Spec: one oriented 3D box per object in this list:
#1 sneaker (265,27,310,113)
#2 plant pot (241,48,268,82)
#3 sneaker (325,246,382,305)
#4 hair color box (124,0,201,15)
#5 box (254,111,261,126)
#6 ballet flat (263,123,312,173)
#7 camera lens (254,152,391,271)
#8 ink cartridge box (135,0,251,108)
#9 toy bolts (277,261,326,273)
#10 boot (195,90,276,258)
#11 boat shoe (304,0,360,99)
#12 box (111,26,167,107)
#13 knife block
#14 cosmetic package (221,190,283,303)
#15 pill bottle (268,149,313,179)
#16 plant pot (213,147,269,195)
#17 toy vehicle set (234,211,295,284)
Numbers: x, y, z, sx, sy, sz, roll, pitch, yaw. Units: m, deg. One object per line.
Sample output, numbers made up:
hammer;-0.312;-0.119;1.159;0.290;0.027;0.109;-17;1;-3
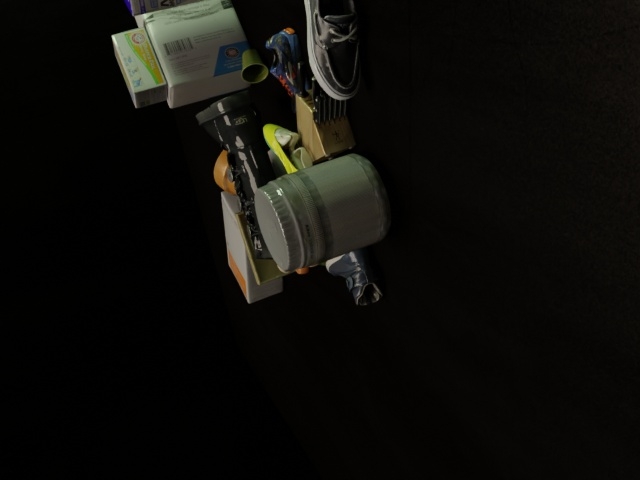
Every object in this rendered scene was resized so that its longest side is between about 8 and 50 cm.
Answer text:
sneaker;-0.089;-0.437;1.800;0.083;0.087;0.221;-153;47;-66
plant pot;-0.206;-0.534;2.077;0.083;0.083;0.079;103;155;-60
sneaker;0.089;0.106;1.853;0.226;0.086;0.163;127;124;-68
hair color box;-0.391;-0.768;1.926;0.110;0.339;0.185;58;159;29
box;-0.267;-0.387;2.398;0.136;0.037;0.225;58;140;34
ballet flat;-0.070;-0.223;1.727;0.231;0.077;0.077;62;141;22
camera lens;0.010;-0.068;1.589;0.219;0.274;0.219;161;90;-73
ink cartridge box;-0.412;-0.661;2.192;0.166;0.285;0.394;130;119;-70
toy bolts;-0.061;-0.010;2.055;0.228;0.158;0.218;71;162;-3
boot;-0.198;-0.172;1.933;0.367;0.146;0.445;-153;41;-77
boat shoe;0.034;-0.443;1.418;0.102;0.108;0.301;-156;56;-68
box;-0.554;-0.530;2.106;0.114;0.103;0.203;127;121;-71
knife block;-0.008;-0.322;1.684;0.276;0.088;0.242;169;82;-73
cosmetic package;-0.260;0.014;2.672;0.230;0.162;0.453;58;158;34
pill bottle;-0.065;-0.164;1.949;0.229;0.131;0.131;55;157;39
plant pot;-0.217;-0.212;2.281;0.188;0.205;0.205;40;149;29
toy vehicle set;-0.183;0.005;2.422;0.035;0.166;0.266;10;118;70
